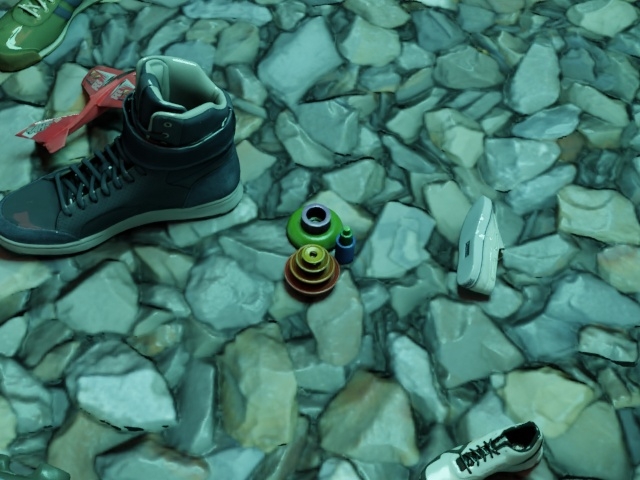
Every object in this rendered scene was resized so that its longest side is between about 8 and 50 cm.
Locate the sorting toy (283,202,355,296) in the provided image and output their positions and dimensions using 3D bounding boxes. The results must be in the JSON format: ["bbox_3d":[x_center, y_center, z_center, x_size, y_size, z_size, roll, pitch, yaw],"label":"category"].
[{"bbox_3d":[0.000,0.000,1.121,0.061,0.042,0.102,3,53,-2],"label":"sorting toy"}]

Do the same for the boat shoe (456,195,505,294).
[{"bbox_3d":[0.146,0.005,1.137,0.035,0.035,0.100,27,47,-18],"label":"boat shoe"}]

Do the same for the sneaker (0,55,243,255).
[{"bbox_3d":[-0.178,-0.074,1.092,0.226,0.163,0.086,-16,58,-13],"label":"sneaker"}]

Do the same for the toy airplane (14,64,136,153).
[{"bbox_3d":[-0.208,-0.123,1.179,0.151,0.028,0.151,-20,26,10],"label":"toy airplane"}]

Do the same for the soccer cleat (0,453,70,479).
[{"bbox_3d":[-0.330,0.205,0.900,0.331,0.116,0.143,11,53,4],"label":"soccer cleat"}]

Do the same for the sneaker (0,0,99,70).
[{"bbox_3d":[-0.261,-0.256,1.265,0.064,0.086,0.192,31,58,18],"label":"sneaker"}]

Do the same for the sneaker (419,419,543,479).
[{"bbox_3d":[0.126,0.168,1.005,0.109,0.044,0.040,-21,60,-16],"label":"sneaker"}]
